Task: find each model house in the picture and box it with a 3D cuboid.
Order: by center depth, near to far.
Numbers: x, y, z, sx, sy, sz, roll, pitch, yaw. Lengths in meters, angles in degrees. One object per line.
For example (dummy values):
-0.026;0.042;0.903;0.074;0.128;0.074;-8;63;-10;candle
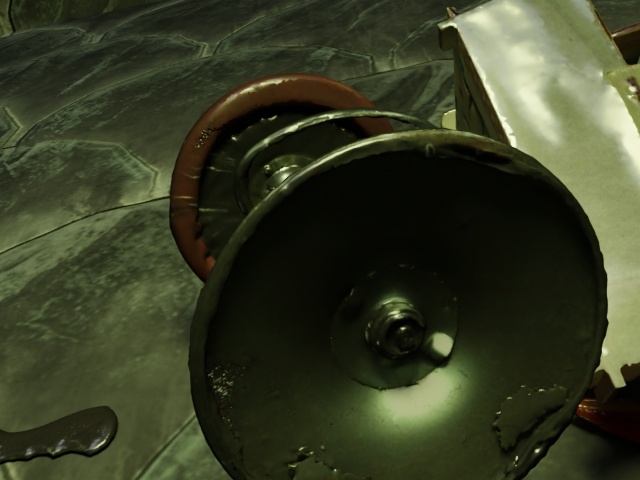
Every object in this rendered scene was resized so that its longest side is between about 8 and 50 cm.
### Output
0.209;-0.019;0.608;0.169;0.244;0.326;-15;63;-2;model house

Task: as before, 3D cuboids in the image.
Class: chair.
0.000;0.000;0.565;0.226;0.226;0.401;-18;19;-9;chair

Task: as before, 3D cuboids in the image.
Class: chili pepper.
0.242;0.125;0.509;0.178;0.027;0.045;4;29;26;chili pepper

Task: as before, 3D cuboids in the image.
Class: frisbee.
-0.286;0.183;0.631;0.211;0.012;0.187;3;34;24;frisbee
